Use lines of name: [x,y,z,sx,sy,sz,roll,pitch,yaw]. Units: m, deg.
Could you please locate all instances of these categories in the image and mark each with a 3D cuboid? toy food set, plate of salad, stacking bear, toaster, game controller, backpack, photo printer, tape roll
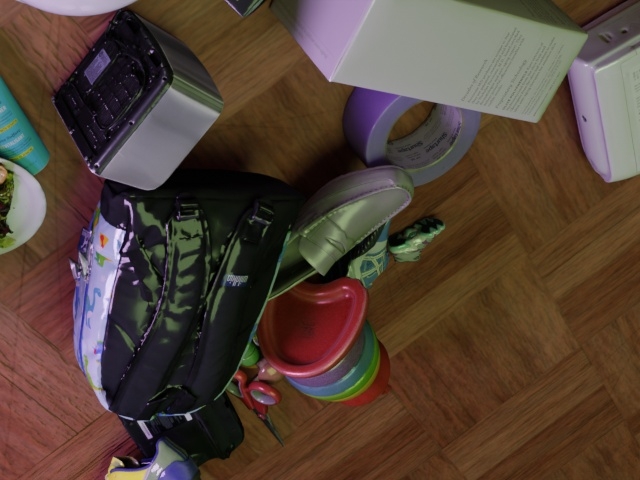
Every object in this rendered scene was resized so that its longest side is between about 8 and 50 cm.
toy food set: [-0.077,0.168,2.148,0.128,0.071,0.218,-31,138,-5]
plate of salad: [-0.448,-0.033,1.719,0.200,0.048,0.199,-9,140,-8]
stacking bear: [0.026,0.176,2.114,0.289,0.175,0.164,47,53,-60]
toaster: [-0.225,-0.180,1.674,0.110,0.168,0.185,24,113,-46]
game controller: [-0.233,0.265,2.154,0.167,0.067,0.319,-18,136,2]
backpack: [-0.210,0.076,1.874,0.290,0.273,0.355,-3,107,-34]
photo printer: [0.520,-0.243,2.140,0.256,0.107,0.307,-31,138,-5]
tape roll: [0.133,-0.174,1.972,0.189,0.080,0.189,-17,135,-18]

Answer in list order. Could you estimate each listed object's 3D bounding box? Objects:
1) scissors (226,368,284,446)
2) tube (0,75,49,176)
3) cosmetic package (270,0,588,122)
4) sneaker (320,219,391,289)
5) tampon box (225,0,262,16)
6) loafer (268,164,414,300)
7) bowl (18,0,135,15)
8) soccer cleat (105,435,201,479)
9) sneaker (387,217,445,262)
scissors: [-0.109,0.277,2.253,0.297,0.109,0.021,87,25,-65]
tube: [-0.404,-0.163,1.662,0.080,0.052,0.207,-33,134,-3]
cosmetic package: [0.145,-0.290,1.791,0.366,0.197,0.155,6,124,-35]
sneaker: [0.068,0.005,2.101,0.081,0.080,0.211,-9,141,-35]
tampon box: [-0.069,-0.358,1.623,0.101,0.120,0.161,43,100,-5]
loafer: [0.000,0.000,1.962,0.319,0.111,0.112,-31,138,21]
bowl: [-0.255,-0.363,1.513,0.298,0.134,0.297,-17,134,-19]
soccer cleat: [-0.317,0.405,2.188,0.289,0.121,0.093,-33,-174,27]
sneaker: [0.158,0.006,2.183,0.098,0.038,0.069,-22,138,-1]
